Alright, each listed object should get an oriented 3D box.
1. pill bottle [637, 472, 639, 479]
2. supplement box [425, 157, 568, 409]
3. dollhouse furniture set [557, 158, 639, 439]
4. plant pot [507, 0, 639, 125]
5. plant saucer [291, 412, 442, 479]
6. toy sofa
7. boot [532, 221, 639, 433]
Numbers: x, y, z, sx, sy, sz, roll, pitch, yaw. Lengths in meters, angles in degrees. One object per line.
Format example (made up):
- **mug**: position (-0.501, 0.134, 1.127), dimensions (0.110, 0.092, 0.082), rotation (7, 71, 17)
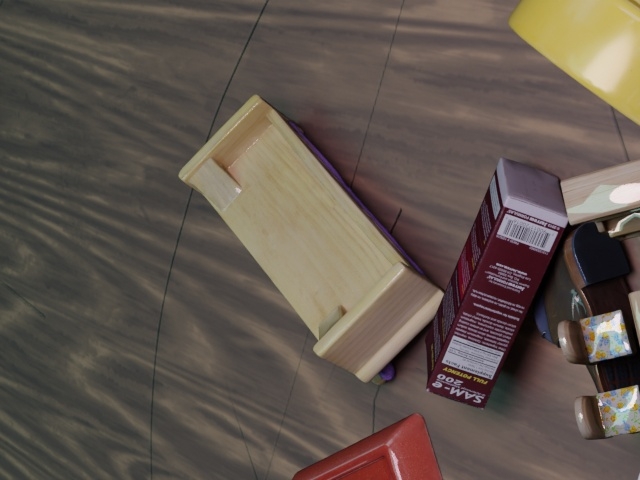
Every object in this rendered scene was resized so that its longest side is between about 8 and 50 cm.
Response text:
- **pill bottle**: position (0.399, 0.253, 1.354), dimensions (0.186, 0.112, 0.112), rotation (5, 94, 47)
- **supplement box**: position (0.186, 0.046, 1.573), dimensions (0.130, 0.073, 0.239), rotation (-81, 11, -67)
- **dollhouse furniture set**: position (0.321, 0.056, 1.351), dimensions (0.212, 0.161, 0.242), rotation (-16, 77, 24)
- **plant pot**: position (0.341, -0.224, 1.334), dimensions (0.239, 0.254, 0.254), rotation (-55, 51, 15)
- **plant saucer**: position (0.062, 0.373, 1.779), dimensions (0.258, 0.047, 0.259), rotation (-34, 65, 43)
- **toy sofa**: position (0.000, 0.000, 1.794), dimensions (0.150, 0.177, 0.362), rotation (-46, 54, 8)
- **boot**: position (0.285, 0.098, 1.524), dimensions (0.106, 0.082, 0.219), rotation (148, 114, -64)
